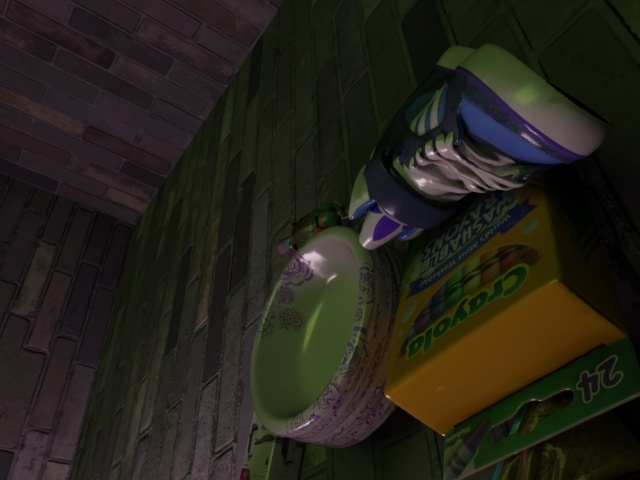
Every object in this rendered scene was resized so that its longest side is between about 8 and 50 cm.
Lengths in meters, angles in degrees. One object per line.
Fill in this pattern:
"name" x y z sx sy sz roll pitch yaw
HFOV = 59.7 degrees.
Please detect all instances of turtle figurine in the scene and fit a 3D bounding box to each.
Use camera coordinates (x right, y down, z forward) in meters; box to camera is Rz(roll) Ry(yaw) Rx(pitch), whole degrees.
"turtle figurine" 0.000 0.000 0.977 0.234 0.118 0.175 -38 37 52

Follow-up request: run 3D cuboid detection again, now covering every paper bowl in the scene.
"paper bowl" 0.032 0.134 0.761 0.284 0.148 0.284 -41 37 40

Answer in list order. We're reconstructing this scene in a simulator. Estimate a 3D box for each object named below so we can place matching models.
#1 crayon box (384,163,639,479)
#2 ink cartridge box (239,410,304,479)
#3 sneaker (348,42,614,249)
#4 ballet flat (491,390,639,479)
"crayon box" 0.169 0.046 0.551 0.203 0.083 0.323 -45 15 35
"ink cartridge box" -0.075 0.333 0.894 0.099 0.056 0.135 -27 47 53
"sneaker" 0.126 -0.064 0.561 0.236 0.130 0.322 -58 13 18
"ballet flat" 0.166 0.291 0.462 0.124 0.116 0.342 30 91 45
